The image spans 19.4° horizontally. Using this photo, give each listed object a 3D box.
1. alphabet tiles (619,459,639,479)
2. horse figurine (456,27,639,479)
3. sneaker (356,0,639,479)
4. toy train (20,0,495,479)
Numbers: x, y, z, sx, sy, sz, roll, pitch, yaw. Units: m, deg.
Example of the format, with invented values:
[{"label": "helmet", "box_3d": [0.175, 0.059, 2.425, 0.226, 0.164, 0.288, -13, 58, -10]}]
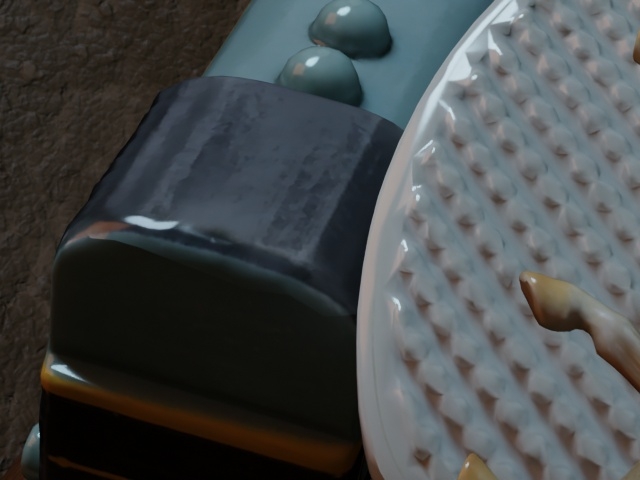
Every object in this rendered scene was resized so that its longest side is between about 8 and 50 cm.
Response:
[{"label": "alphabet tiles", "box_3d": [0.021, 0.112, 0.285, 0.237, 0.009, 0.198, -42, 22, -14]}, {"label": "horse figurine", "box_3d": [0.139, 0.016, 0.427, 0.263, 0.174, 0.066, -60, -22, -28]}, {"label": "sneaker", "box_3d": [0.117, -0.040, 0.585, 0.366, 0.135, 0.150, -60, -16, -27]}, {"label": "toy train", "box_3d": [0.000, 0.000, 0.670, 0.334, 0.142, 0.190, -61, -15, -51]}]
